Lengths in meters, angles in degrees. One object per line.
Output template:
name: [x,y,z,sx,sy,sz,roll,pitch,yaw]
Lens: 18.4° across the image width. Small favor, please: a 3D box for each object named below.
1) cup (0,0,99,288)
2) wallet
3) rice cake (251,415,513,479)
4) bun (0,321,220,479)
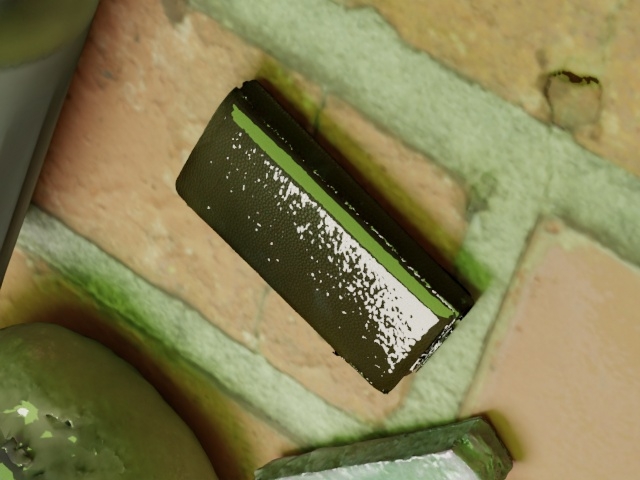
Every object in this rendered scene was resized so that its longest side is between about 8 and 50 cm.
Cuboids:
cup: [-0.324,-0.106,1.253,0.323,0.236,0.327,8,137,-17]
wallet: [0.000,0.000,1.236,0.198,0.031,0.110,44,136,9]
rice cake: [0.034,0.153,1.300,0.211,0.034,0.043,-15,114,43]
bun: [-0.201,0.197,1.432,0.273,0.168,0.273,14,119,26]
